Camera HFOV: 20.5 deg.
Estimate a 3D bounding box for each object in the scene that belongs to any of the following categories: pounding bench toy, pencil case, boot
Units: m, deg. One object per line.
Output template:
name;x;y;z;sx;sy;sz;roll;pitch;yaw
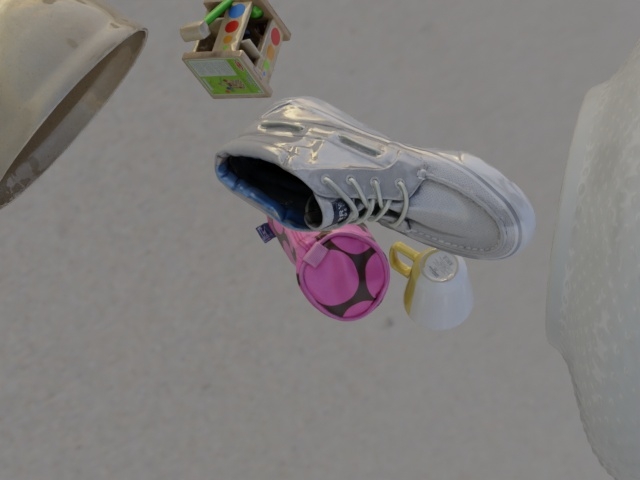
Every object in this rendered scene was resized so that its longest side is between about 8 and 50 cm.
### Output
pounding bench toy;-0.067;-0.155;1.301;0.083;0.052;0.065;51;48;-49
pencil case;0.000;0.000;1.680;0.098;0.095;0.209;48;2;-22
boot;0.039;-0.031;1.447;0.258;0.095;0.123;23;36;22

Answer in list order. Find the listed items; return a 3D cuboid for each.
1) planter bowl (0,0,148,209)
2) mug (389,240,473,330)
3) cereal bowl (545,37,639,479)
planter bowl;-0.207;-0.114;1.172;0.109;0.162;0.162;41;32;0
mug;0.095;0.036;1.538;0.064;0.078;0.062;85;12;-61
cereal bowl;0.218;-0.003;1.061;0.339;0.141;0.339;9;90;-76
